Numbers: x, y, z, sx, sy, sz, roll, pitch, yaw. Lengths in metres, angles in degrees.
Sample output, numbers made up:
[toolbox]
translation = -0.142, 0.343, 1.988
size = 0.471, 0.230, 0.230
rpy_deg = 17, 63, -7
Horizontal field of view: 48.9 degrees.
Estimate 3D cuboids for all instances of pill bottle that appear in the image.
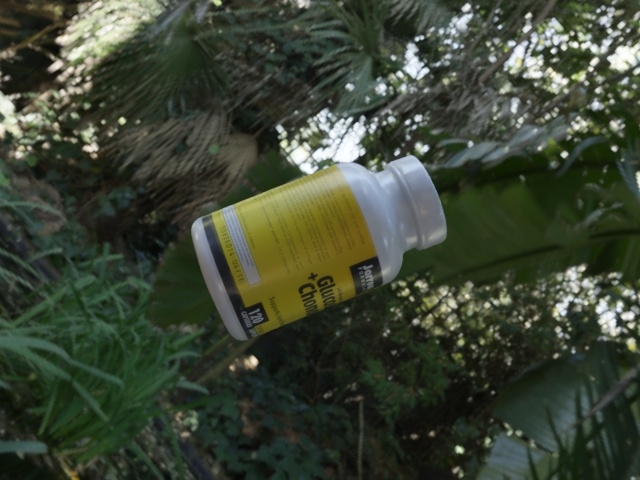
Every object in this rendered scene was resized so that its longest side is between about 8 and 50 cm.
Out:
[pill bottle]
translation = 0.000, 0.000, 0.553
size = 0.103, 0.184, 0.103
rpy_deg = 158, -90, -86
